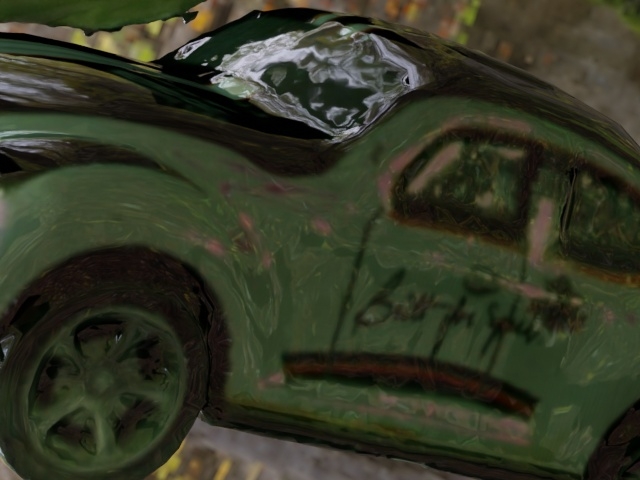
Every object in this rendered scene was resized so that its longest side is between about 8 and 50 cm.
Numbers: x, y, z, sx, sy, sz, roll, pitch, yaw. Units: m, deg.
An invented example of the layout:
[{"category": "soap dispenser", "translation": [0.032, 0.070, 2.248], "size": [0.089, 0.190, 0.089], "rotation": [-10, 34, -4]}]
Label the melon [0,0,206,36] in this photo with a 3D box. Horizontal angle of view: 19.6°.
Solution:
[{"category": "melon", "translation": [-0.049, -0.122, 0.571], "size": [0.209, 0.064, 0.118], "rotation": [-22, -42, 8]}]

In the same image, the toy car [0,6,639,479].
[{"category": "toy car", "translation": [0.000, 0.000, 0.492], "size": [0.305, 0.136, 0.125], "rotation": [18, -82, -35]}]
